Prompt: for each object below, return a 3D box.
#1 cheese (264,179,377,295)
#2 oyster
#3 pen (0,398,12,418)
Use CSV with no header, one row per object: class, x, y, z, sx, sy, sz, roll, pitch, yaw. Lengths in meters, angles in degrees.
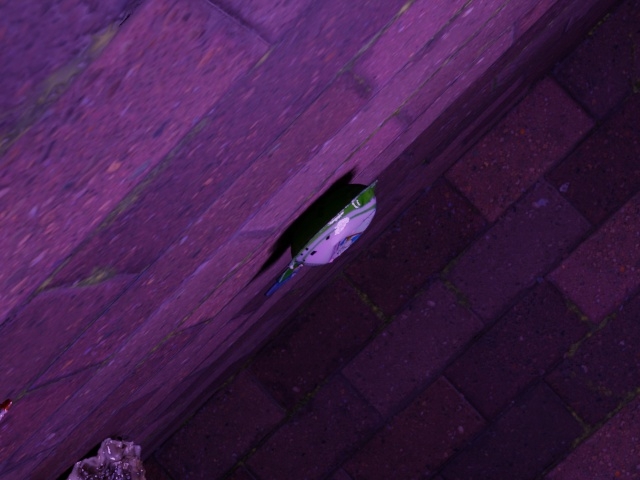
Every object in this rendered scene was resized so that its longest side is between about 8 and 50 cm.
cheese,0.000,0.000,1.703,0.204,0.083,0.320,-38,172,-45
oyster,-0.473,0.536,2.125,0.238,0.115,0.351,-40,151,-4
pen,-0.388,0.235,1.001,0.218,0.026,0.026,-44,175,6
